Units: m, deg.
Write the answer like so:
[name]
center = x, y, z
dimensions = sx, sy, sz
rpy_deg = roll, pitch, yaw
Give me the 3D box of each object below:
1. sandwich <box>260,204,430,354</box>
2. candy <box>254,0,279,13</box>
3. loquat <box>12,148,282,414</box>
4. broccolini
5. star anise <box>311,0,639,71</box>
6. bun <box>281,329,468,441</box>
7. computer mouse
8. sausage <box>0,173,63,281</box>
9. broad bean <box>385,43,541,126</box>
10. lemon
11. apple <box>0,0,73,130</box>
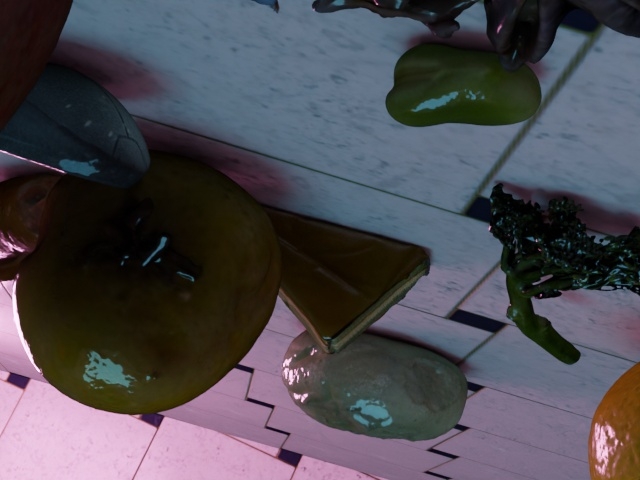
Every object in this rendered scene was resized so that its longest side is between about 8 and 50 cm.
[sandwich]
center = 0.000, 0.000, 1.085
dimensions = 0.163, 0.113, 0.079
rpy_deg = 49, 171, 13
[candy]
center = -0.025, -0.136, 0.628
dimensions = 0.030, 0.020, 0.083
rpy_deg = 17, 165, 3
[loquat]
center = -0.141, 0.029, 0.976
dimensions = 0.213, 0.213, 0.213
rpy_deg = 15, 165, 4
[broccolini]
center = 0.197, 0.041, 0.939
dimensions = 0.123, 0.062, 0.271
rpy_deg = 26, 164, 24
[star anise]
center = 0.089, -0.118, 0.458
dimensions = 0.230, 0.081, 0.262
rpy_deg = 18, 176, -2
[bun]
center = 0.061, 0.176, 1.460
dimensions = 0.221, 0.108, 0.221
rpy_deg = 16, 164, 5
[computer mouse]
center = -0.207, -0.094, 0.882
dimensions = 0.229, 0.068, 0.113
rpy_deg = 19, -179, 33
[sausage]
center = -0.308, -0.011, 1.250
dimensions = 0.103, 0.076, 0.302
rpy_deg = 24, 163, -22
[broad bean]
center = 0.077, -0.081, 0.675
dimensions = 0.083, 0.045, 0.063
rpy_deg = 5, 164, 12
[lemon]
center = 0.323, 0.175, 1.049
dimensions = 0.187, 0.186, 0.244
rpy_deg = 22, 162, -20
[apple]
center = -0.267, -0.119, 0.472
dimensions = 0.345, 0.269, 0.345
rpy_deg = 15, 163, 5
